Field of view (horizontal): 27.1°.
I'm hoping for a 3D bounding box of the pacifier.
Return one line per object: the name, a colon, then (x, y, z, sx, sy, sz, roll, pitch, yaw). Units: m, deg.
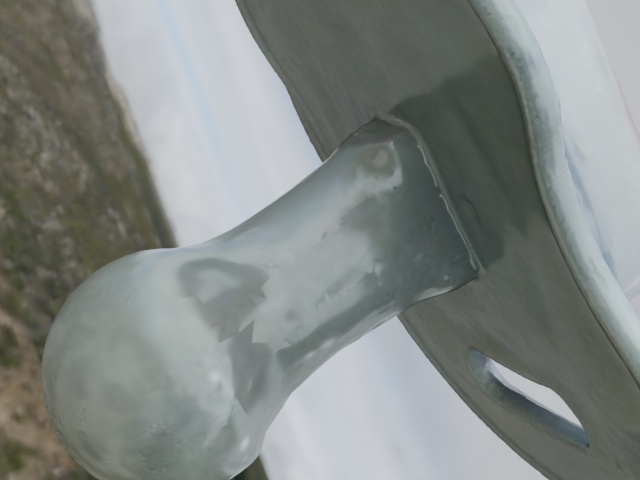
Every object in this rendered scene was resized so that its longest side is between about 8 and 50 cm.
pacifier: (0.000, 0.000, 0.467, 0.238, 0.226, 0.287, 25, -36, 58)
